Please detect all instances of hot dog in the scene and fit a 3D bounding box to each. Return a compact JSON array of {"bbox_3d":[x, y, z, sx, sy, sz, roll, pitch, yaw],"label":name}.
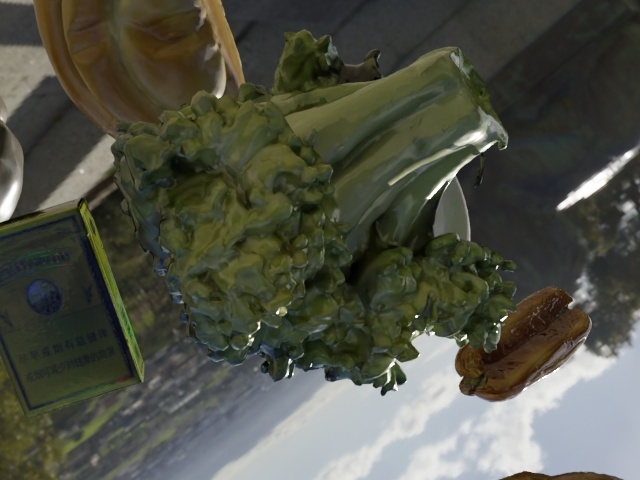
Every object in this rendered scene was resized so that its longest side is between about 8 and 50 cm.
[{"bbox_3d":[0.265,0.139,1.184,0.249,0.100,0.068,-25,156,-39],"label":"hot dog"}]

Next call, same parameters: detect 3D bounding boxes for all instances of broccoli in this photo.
[{"bbox_3d":[0.006,-0.055,0.725,0.281,0.293,0.348,-28,147,25],"label":"broccoli"}]

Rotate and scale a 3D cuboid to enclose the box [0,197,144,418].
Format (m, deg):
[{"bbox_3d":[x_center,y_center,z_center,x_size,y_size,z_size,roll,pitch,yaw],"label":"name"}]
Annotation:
[{"bbox_3d":[-0.300,0.076,1.027,0.141,0.220,0.064,-16,-165,-4],"label":"box"}]

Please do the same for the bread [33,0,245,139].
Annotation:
[{"bbox_3d":[-0.242,-0.331,1.400,0.329,0.424,0.245,-35,-149,-30],"label":"bread"}]

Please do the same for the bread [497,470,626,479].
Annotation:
[{"bbox_3d":[0.231,0.332,0.817,0.268,0.268,0.145,-32,168,-36],"label":"bread"}]

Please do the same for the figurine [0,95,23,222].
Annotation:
[{"bbox_3d":[-0.561,-0.079,1.294,0.380,0.203,0.248,-61,166,-64],"label":"figurine"}]

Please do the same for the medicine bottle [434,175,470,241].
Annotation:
[{"bbox_3d":[0.000,0.000,1.309,0.388,0.219,0.219,-19,-176,33],"label":"medicine bottle"}]
